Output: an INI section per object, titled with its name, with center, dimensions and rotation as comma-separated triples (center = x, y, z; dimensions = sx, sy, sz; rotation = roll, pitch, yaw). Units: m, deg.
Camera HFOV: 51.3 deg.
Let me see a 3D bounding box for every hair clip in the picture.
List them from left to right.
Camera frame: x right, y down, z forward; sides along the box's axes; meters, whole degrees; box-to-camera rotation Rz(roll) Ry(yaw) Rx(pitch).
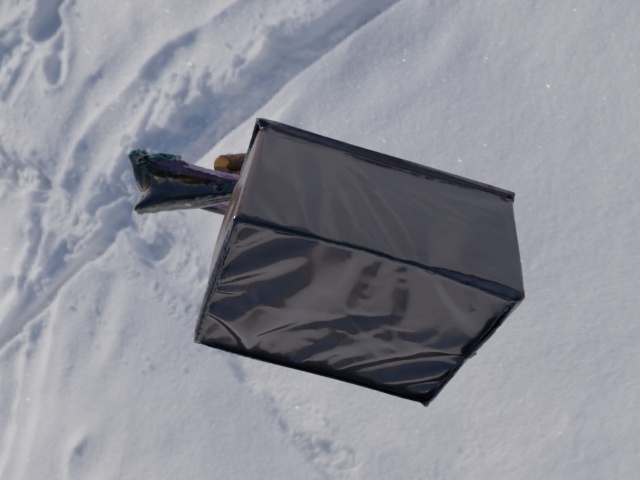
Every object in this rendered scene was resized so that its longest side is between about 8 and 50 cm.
[hair clip]
center = -0.091, -0.057, 0.941
dimensions = 0.095, 0.358, 0.110
rotation = -107, 24, -65

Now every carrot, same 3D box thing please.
[carrot]
center = -0.081, -0.119, 1.043
dimensions = 0.170, 0.042, 0.042
rotation = -2, 84, 3

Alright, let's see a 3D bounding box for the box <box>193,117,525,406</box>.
[box]
center = 0.029, 0.025, 0.614
dimensions = 0.153, 0.252, 0.188
rotation = -80, 11, -47
